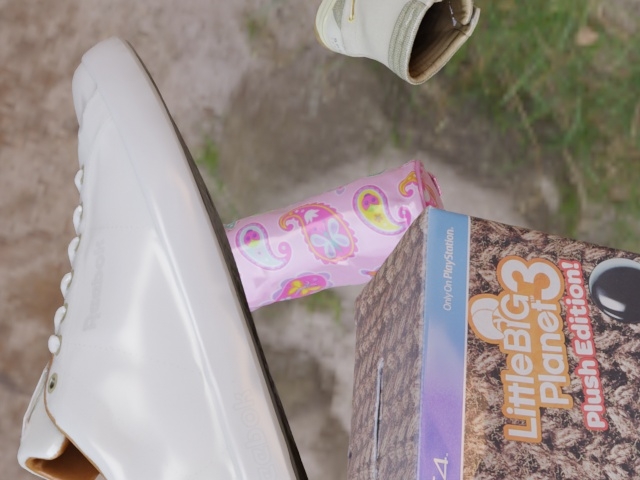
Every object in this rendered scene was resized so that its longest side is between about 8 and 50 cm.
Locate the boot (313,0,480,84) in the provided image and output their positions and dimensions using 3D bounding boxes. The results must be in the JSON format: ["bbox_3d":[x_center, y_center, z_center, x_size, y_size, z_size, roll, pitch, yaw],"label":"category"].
[{"bbox_3d":[0.094,-0.257,1.608,0.077,0.213,0.165,26,-176,-37],"label":"boot"}]

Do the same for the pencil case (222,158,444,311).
[{"bbox_3d":[0.000,0.000,1.901,0.284,0.124,0.124,-17,136,15],"label":"pencil case"}]

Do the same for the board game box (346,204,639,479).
[{"bbox_3d":[0.172,0.136,1.054,0.291,0.232,0.141,11,150,-13],"label":"board game box"}]

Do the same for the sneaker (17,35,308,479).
[{"bbox_3d":[-0.094,0.037,0.781,0.123,0.290,0.106,-19,153,2],"label":"sneaker"}]
